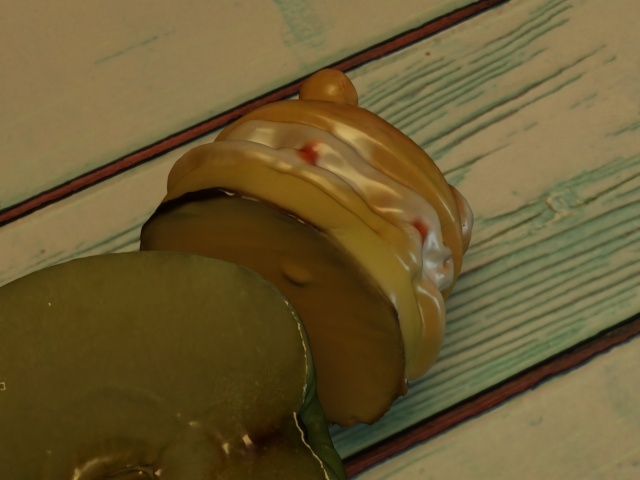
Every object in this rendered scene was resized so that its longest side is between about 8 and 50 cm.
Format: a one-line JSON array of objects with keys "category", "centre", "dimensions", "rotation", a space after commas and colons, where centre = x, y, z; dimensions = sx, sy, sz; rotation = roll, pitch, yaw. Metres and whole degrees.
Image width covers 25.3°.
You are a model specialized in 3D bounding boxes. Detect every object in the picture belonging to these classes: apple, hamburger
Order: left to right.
[{"category": "apple", "centre": [-0.143, 0.201, 1.095], "dimensions": [0.360, 0.320, 0.311], "rotation": [-21, 29, 13]}, {"category": "hamburger", "centre": [0.000, 0.000, 1.238], "dimensions": [0.276, 0.276, 0.237], "rotation": [18, 45, 15]}]
